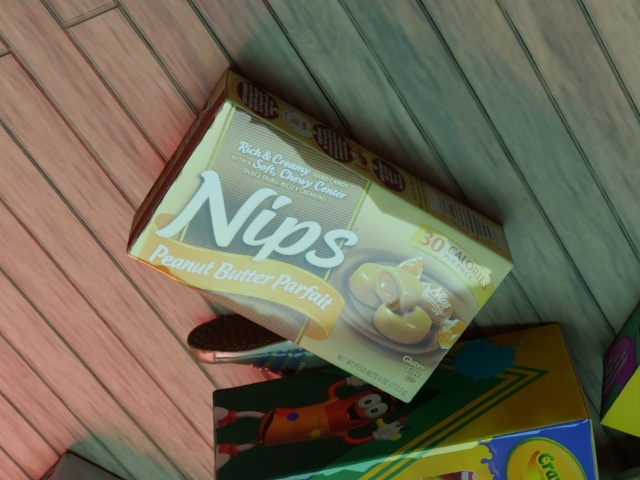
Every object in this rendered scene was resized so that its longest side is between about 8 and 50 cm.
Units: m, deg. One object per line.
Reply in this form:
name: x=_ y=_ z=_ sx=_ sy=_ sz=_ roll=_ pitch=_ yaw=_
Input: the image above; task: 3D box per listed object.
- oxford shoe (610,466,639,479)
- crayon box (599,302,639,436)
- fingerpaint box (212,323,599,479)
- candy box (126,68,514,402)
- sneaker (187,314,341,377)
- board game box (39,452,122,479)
oxford shoe: x=0.490 y=0.386 z=1.613 sx=0.449 sy=0.130 sz=0.169 roll=26 pitch=130 yaw=-14
crayon box: x=0.478 y=0.081 z=1.419 sx=0.313 sy=0.106 sz=0.363 roll=18 pitch=133 yaw=-5
fingerpaint box: x=0.114 y=0.338 z=1.610 sx=0.371 sy=0.163 sz=0.445 roll=-11 pitch=124 yaw=2
candy box: x=0.000 y=0.000 z=1.424 sx=0.316 sy=0.087 sz=0.183 roll=29 pitch=111 yaw=-14
sneaker: x=-0.039 y=0.123 z=1.590 sx=0.192 sy=0.064 sz=0.086 roll=-8 pitch=125 yaw=14
board game box: x=-0.305 y=0.416 z=1.892 sx=0.224 sy=0.097 sz=0.303 roll=32 pitch=131 yaw=-17
